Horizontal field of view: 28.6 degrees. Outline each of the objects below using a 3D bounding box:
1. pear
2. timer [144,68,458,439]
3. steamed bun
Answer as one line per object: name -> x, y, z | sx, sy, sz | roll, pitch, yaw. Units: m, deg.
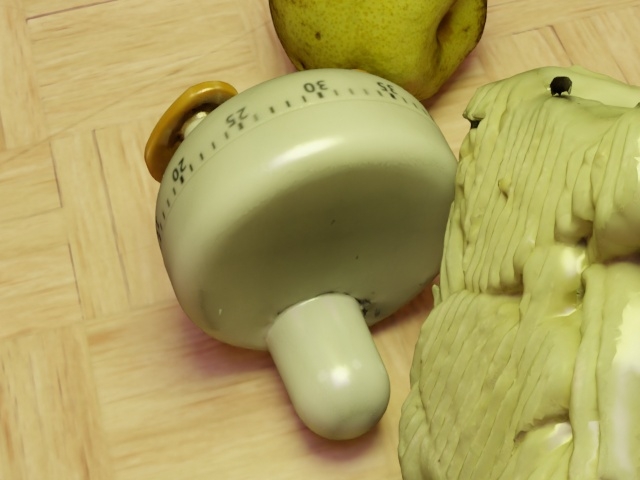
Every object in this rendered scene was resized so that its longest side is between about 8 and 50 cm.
pear -> 0.043, -0.216, 1.094 | 0.197, 0.197, 0.197 | -1, 55, 2
timer -> 0.000, 0.000, 0.918 | 0.233, 0.233, 0.240 | -18, 53, -9
steamed bun -> 0.208, 0.059, 0.763 | 0.237, 0.346, 0.394 | 14, 53, -15
